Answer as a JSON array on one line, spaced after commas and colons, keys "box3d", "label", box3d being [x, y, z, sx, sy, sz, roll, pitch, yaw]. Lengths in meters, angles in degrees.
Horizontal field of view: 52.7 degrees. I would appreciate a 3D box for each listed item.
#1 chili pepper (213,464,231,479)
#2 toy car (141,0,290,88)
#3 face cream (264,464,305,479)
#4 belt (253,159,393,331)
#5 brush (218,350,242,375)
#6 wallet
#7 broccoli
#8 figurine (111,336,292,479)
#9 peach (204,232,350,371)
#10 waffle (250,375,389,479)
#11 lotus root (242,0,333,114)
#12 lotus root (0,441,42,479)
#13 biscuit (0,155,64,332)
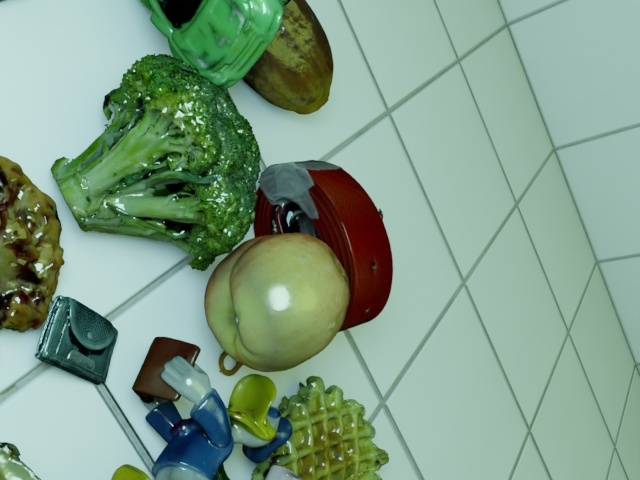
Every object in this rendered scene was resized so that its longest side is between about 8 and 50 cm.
[{"box3d": [-0.156, 0.332, 1.010, 0.055, 0.035, 0.118, 6, 70, -31], "label": "chili pepper"}, {"box3d": [-0.201, -0.412, 0.993, 0.176, 0.213, 0.359, 4, 53, -50], "label": "toy car"}, {"box3d": [-0.085, 0.468, 0.925, 0.107, 0.073, 0.269, 46, 50, -25], "label": "face cream"}, {"box3d": [0.000, 0.000, 1.134, 0.115, 0.227, 0.324, -12, 79, -47], "label": "belt"}, {"box3d": [-0.084, 0.142, 1.167, 0.314, 0.017, 0.090, -43, 109, -46], "label": "brush"}, {"box3d": [-0.315, 0.133, 0.857, 0.129, 0.026, 0.088, 54, 39, -56], "label": "wallet"}, {"box3d": [-0.219, -0.101, 0.914, 0.283, 0.304, 0.321, -26, 98, -19], "label": "broccoli"}, {"box3d": [-0.177, 0.278, 0.915, 0.338, 0.204, 0.284, 4, 60, -50], "label": "figurine"}, {"box3d": [-0.049, 0.087, 0.961, 0.232, 0.232, 0.233, 18, 66, -46], "label": "peach"}, {"box3d": [-0.004, 0.414, 1.136, 0.297, 0.073, 0.317, 52, 48, -27], "label": "waffle"}, {"box3d": [-0.089, -0.367, 1.205, 0.291, 0.193, 0.193, 45, 48, -28], "label": "lotus root"}, {"box3d": [-0.405, 0.324, 0.642, 0.266, 0.149, 0.260, 0, 74, -31], "label": "lotus root"}, {"box3d": [-0.449, 0.002, 0.732, 0.334, 0.081, 0.290, 18, 65, -44], "label": "biscuit"}]
